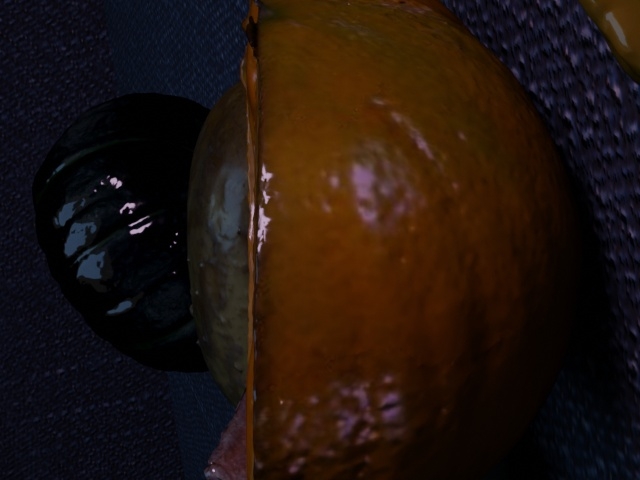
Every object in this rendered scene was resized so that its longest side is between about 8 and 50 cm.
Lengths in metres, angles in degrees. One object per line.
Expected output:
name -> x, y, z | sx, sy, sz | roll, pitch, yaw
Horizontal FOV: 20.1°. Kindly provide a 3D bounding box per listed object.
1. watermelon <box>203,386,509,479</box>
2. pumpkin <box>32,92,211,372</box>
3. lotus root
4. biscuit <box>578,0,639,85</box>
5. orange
watermelon -> 0.029, 0.099, 1.011 | 0.202, 0.136, 0.207 | -11, -91, -74
pumpkin -> -0.101, -0.023, 1.509 | 0.248, 0.248, 0.248 | 167, 90, -79
lotus root -> -0.008, -0.007, 1.165 | 0.173, 0.173, 0.309 | -120, 23, -56
biscuit -> 0.085, -0.126, 0.579 | 0.174, 0.039, 0.183 | 61, -160, 6
orange -> 0.002, 0.004, 0.862 | 0.274, 0.310, 0.274 | 15, 123, 25
